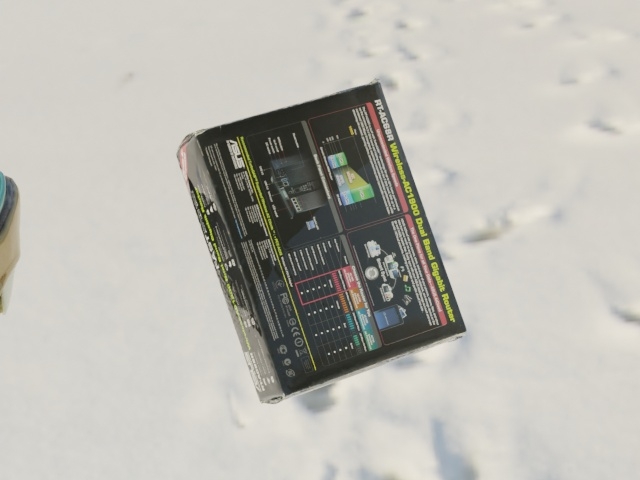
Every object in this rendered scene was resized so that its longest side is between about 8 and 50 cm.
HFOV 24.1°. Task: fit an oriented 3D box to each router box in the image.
[{"bbox_3d":[0.000,0.000,0.659,0.092,0.123,0.038,-17,-4,-21],"label":"router box"}]

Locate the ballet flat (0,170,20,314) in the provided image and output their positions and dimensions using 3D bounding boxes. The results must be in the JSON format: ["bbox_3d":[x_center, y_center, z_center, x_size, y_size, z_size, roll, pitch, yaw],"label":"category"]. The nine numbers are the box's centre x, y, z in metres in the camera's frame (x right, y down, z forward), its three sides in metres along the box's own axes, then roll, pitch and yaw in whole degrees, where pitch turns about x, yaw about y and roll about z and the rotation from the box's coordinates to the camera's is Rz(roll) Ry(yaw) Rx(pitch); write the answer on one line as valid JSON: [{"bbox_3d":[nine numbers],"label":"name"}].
[{"bbox_3d":[-0.230,0.040,0.923,0.080,0.073,0.232,-13,29,14],"label":"ballet flat"}]
